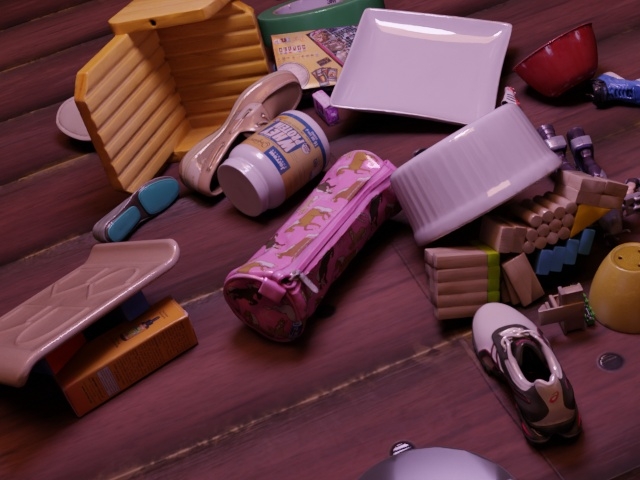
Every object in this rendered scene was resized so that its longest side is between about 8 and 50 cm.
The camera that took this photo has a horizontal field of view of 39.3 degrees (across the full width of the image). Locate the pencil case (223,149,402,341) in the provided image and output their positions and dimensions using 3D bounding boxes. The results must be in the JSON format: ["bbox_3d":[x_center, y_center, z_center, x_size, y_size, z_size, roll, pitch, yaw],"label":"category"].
[{"bbox_3d":[0.000,0.000,1.544,0.167,0.160,0.386,13,45,33],"label":"pencil case"}]

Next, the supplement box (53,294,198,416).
[{"bbox_3d":[-0.323,0.189,1.485,0.233,0.080,0.078,-32,41,-18],"label":"supplement box"}]

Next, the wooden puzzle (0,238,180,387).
[{"bbox_3d":[-0.427,0.129,1.527,0.322,0.080,0.348,-4,32,50],"label":"wooden puzzle"}]

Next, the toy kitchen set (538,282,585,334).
[{"bbox_3d":[0.357,0.091,1.364,0.068,0.083,0.075,-13,37,2],"label":"toy kitchen set"}]

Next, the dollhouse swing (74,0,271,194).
[{"bbox_3d":[-0.284,-0.294,1.856,0.315,0.347,0.305,-6,37,12],"label":"dollhouse swing"}]

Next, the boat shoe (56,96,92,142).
[{"bbox_3d":[-0.484,-0.280,2.118,0.324,0.096,0.117,5,82,30],"label":"boat shoe"}]

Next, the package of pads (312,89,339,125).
[{"bbox_3d":[0.012,-0.297,2.003,0.032,0.050,0.083,-23,37,-10],"label":"package of pads"}]

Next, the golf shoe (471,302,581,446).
[{"bbox_3d":[0.291,0.159,1.276,0.105,0.120,0.273,-20,36,-3],"label":"golf shoe"}]

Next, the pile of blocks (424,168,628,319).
[{"bbox_3d":[0.322,0.006,1.448,0.362,0.149,0.112,-28,19,-3],"label":"pile of blocks"}]

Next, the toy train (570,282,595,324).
[{"bbox_3d":[0.406,0.098,1.388,0.017,0.024,0.083,-17,38,6],"label":"toy train"}]

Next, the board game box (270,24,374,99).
[{"bbox_3d":[0.016,-0.413,2.070,0.243,0.042,0.165,-8,65,-5],"label":"board game box"}]

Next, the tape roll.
[{"bbox_3d":[0.004,-0.570,2.267,0.321,0.077,0.321,-13,22,5],"label":"tape roll"}]

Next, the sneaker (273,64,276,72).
[{"bbox_3d":[-0.005,-0.437,2.169,0.228,0.087,0.092,-15,28,-10],"label":"sneaker"}]

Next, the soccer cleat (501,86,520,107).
[{"bbox_3d":[0.396,-0.298,1.889,0.035,0.029,0.083,-10,42,0],"label":"soccer cleat"}]

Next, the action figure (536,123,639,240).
[{"bbox_3d":[0.469,-0.095,1.557,0.185,0.099,0.285,-8,41,-3],"label":"action figure"}]

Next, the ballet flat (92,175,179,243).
[{"bbox_3d":[-0.382,-0.067,1.837,0.068,0.072,0.213,7,41,43],"label":"ballet flat"}]

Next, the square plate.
[{"bbox_3d":[0.225,-0.376,1.965,0.344,0.049,0.347,10,52,12],"label":"square plate"}]

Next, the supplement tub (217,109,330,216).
[{"bbox_3d":[-0.092,-0.152,1.778,0.144,0.144,0.199,22,51,38],"label":"supplement tub"}]

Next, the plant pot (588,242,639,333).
[{"bbox_3d":[0.473,0.060,1.354,0.134,0.095,0.134,-9,37,7],"label":"plant pot"}]

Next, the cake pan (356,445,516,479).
[{"bbox_3d":[0.139,0.372,1.110,0.293,0.054,0.293,-10,37,8],"label":"cake pan"}]

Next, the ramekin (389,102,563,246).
[{"bbox_3d":[0.250,-0.114,1.502,0.277,0.135,0.277,-31,-1,-1],"label":"ramekin"}]

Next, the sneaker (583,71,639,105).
[{"bbox_3d":[0.591,-0.294,1.788,0.084,0.058,0.152,-23,33,-19],"label":"sneaker"}]

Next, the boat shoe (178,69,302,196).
[{"bbox_3d":[-0.144,-0.220,1.889,0.110,0.122,0.341,28,71,42],"label":"boat shoe"}]

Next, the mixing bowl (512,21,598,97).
[{"bbox_3d":[0.500,-0.357,1.841,0.181,0.098,0.181,-29,-5,-3],"label":"mixing bowl"}]
